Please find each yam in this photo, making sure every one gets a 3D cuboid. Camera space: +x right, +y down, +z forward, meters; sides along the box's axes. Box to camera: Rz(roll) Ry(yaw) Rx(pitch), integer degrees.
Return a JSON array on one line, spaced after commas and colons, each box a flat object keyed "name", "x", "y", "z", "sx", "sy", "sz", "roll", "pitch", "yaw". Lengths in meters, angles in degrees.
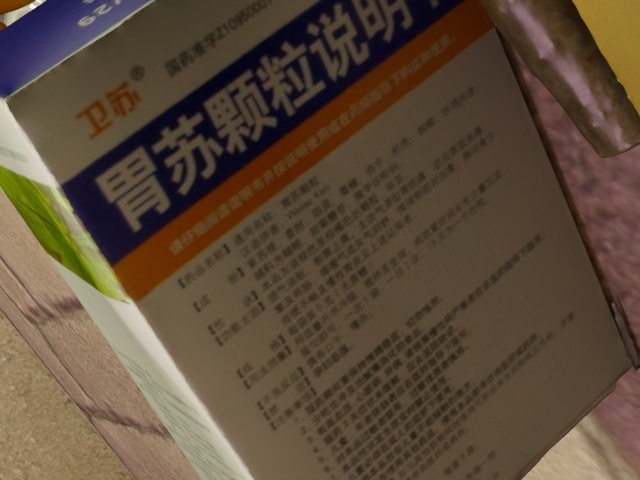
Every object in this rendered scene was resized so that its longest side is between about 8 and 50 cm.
[{"name": "yam", "x": 0.023, "y": -0.169, "z": 0.414, "sx": 0.327, "sy": 0.045, "sz": 0.045, "roll": 52, "pitch": -171, "yaw": -8}]

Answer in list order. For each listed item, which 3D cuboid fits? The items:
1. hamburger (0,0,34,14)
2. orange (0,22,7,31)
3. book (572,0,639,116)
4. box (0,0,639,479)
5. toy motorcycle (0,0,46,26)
[{"name": "hamburger", "x": -0.206, "y": -0.209, "z": 0.561, "sx": 0.246, "sy": 0.170, "sz": 0.246, "roll": 40, "pitch": 177, "yaw": 3}, {"name": "orange", "x": -0.326, "y": -0.137, "z": 0.915, "sx": 0.240, "sy": 0.240, "sz": 0.240, "roll": 42, "pitch": 158, "yaw": 21}, {"name": "book", "x": 0.216, "y": -0.042, "z": 0.248, "sx": 0.269, "sy": 0.032, "sz": 0.389, "roll": 55, "pitch": 158, "yaw": -11}, {"name": "box", "x": 0.000, "y": 0.000, "z": 0.522, "sx": 0.106, "sy": 0.200, "sz": 0.299, "roll": 20, "pitch": 144, "yaw": 56}, {"name": "toy motorcycle", "x": -0.161, "y": -0.148, "z": 0.762, "sx": 0.221, "sy": 0.102, "sz": 0.150, "roll": 32, "pitch": 173, "yaw": 46}]
